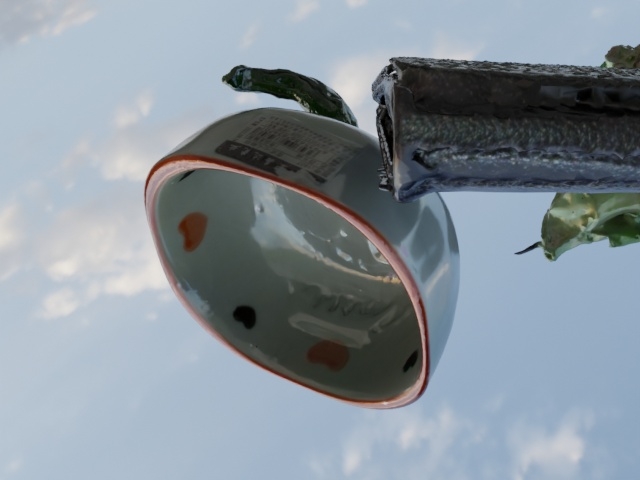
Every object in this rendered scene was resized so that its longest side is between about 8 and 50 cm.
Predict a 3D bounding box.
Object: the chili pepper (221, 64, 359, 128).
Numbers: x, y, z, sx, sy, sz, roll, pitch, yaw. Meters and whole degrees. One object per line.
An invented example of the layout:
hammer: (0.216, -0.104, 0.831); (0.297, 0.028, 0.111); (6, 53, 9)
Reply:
chili pepper: (-0.015, -0.112, 0.831); (0.035, 0.118, 0.055); (-51, -166, 40)

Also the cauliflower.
cauliflower: (0.345, -0.070, 1.172); (0.315, 0.239, 0.256); (-30, -108, -19)

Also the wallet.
wallet: (0.140, -0.071, 0.608); (0.221, 0.071, 0.262); (-1, -169, 1)

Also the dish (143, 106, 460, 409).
dish: (0.000, 0.000, 0.806); (0.256, 0.256, 0.117); (0, -139, 41)
